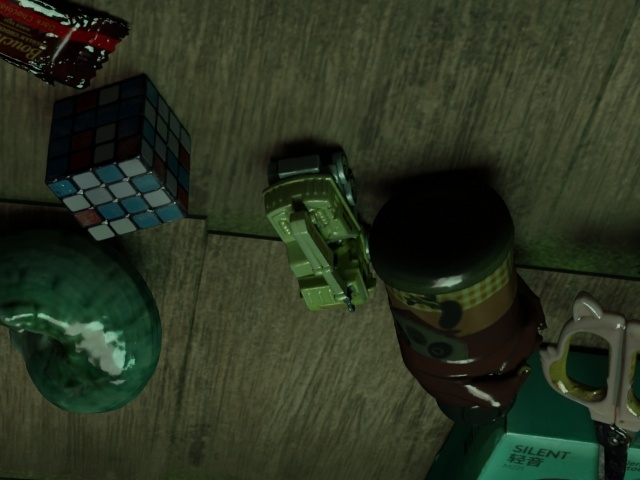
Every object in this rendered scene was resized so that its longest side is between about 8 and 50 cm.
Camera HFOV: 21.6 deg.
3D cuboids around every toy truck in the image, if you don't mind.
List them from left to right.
[{"bbox_3d":[0.000,0.000,1.517,0.077,0.100,0.169,-7,141,10],"label":"toy truck"}]

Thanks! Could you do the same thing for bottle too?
[{"bbox_3d":[0.138,0.074,1.570,0.143,0.156,0.271,-13,136,4],"label":"bottle"}]

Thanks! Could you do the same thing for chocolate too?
[{"bbox_3d":[-0.248,-0.179,1.345,0.182,0.028,0.086,22,129,-28],"label":"chocolate"}]

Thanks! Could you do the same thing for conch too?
[{"bbox_3d":[-0.235,0.073,1.587,0.196,0.134,0.202,33,156,24],"label":"conch"}]

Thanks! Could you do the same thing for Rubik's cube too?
[{"bbox_3d":[-0.171,-0.069,1.432,0.092,0.092,0.092,-16,140,17],"label":"Rubik's cube"}]

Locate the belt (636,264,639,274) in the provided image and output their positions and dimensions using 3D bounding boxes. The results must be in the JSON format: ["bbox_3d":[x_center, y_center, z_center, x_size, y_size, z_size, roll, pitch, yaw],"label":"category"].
[{"bbox_3d":[0.410,0.041,1.570,0.218,0.128,0.122,-8,112,12],"label":"belt"}]

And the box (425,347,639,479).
[{"bbox_3d":[0.246,0.249,1.825,0.205,0.118,0.311,7,141,-12],"label":"box"}]

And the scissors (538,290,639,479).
[{"bbox_3d":[0.285,0.173,1.622,0.160,0.024,0.317,15,137,18],"label":"scissors"}]
